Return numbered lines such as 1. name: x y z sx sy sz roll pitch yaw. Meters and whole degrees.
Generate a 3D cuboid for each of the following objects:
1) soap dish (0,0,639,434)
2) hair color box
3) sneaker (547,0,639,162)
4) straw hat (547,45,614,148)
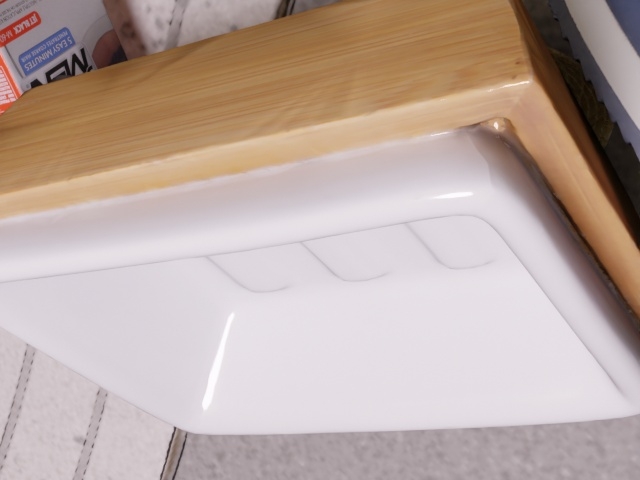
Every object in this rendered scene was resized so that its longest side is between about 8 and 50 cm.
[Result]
1. soap dish: 0.000 0.000 0.498 0.290 0.229 0.118 -9 57 29
2. hair color box: -0.139 -0.058 0.601 0.053 0.093 0.167 -7 118 28
3. sneaker: 0.220 -0.019 0.413 0.131 0.112 0.319 -39 75 27
4. straw hat: 0.067 -0.082 0.521 0.144 0.144 0.061 -10 58 30
